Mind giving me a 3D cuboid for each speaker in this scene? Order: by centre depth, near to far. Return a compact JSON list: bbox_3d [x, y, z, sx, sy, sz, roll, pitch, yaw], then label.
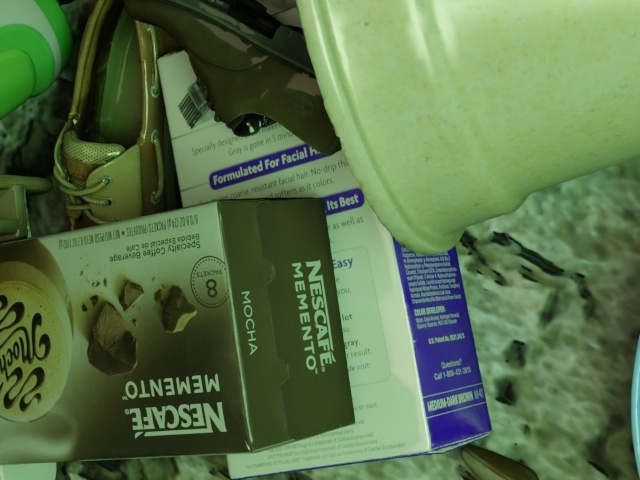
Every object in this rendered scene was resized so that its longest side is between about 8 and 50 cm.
[{"bbox_3d":[-0.352,-0.120,1.103,0.131,0.296,0.131,28,142,24],"label":"speaker"}]

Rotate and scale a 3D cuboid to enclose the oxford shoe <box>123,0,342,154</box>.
[{"bbox_3d":[-0.067,-0.127,0.926,0.227,0.083,0.096,32,111,30],"label":"oxford shoe"}]

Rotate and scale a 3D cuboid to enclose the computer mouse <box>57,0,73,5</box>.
[{"bbox_3d":[-0.327,-0.229,1.239,0.242,0.041,0.071,-10,84,32],"label":"computer mouse"}]

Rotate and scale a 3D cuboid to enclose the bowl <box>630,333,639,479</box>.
[{"bbox_3d":[0.368,0.091,0.688,0.391,0.077,0.391,1,94,22],"label":"bowl"}]

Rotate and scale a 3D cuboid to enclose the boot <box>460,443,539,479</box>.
[{"bbox_3d":[0.141,0.211,0.943,0.118,0.042,0.087,26,106,30],"label":"boot"}]

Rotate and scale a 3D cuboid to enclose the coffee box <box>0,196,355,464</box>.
[{"bbox_3d":[-0.135,0.071,0.951,0.297,0.119,0.168,-9,88,36],"label":"coffee box"}]

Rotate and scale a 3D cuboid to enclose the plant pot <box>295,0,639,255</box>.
[{"bbox_3d":[0.180,-0.179,0.781,0.305,0.334,0.334,-10,85,20],"label":"plant pot"}]

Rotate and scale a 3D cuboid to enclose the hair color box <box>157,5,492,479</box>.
[{"bbox_3d":[0.000,0.000,0.993,0.185,0.110,0.339,-14,85,33],"label":"hair color box"}]

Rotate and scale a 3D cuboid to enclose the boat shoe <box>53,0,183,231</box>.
[{"bbox_3d":[-0.174,-0.066,1.095,0.122,0.120,0.324,13,97,32],"label":"boat shoe"}]

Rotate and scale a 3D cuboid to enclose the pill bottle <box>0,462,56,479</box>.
[{"bbox_3d":[-0.332,0.219,1.214,0.169,0.094,0.094,-11,84,32],"label":"pill bottle"}]

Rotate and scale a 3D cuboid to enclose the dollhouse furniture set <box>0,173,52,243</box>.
[{"bbox_3d":[-0.316,0.067,1.172,0.242,0.161,0.212,-10,85,26],"label":"dollhouse furniture set"}]
